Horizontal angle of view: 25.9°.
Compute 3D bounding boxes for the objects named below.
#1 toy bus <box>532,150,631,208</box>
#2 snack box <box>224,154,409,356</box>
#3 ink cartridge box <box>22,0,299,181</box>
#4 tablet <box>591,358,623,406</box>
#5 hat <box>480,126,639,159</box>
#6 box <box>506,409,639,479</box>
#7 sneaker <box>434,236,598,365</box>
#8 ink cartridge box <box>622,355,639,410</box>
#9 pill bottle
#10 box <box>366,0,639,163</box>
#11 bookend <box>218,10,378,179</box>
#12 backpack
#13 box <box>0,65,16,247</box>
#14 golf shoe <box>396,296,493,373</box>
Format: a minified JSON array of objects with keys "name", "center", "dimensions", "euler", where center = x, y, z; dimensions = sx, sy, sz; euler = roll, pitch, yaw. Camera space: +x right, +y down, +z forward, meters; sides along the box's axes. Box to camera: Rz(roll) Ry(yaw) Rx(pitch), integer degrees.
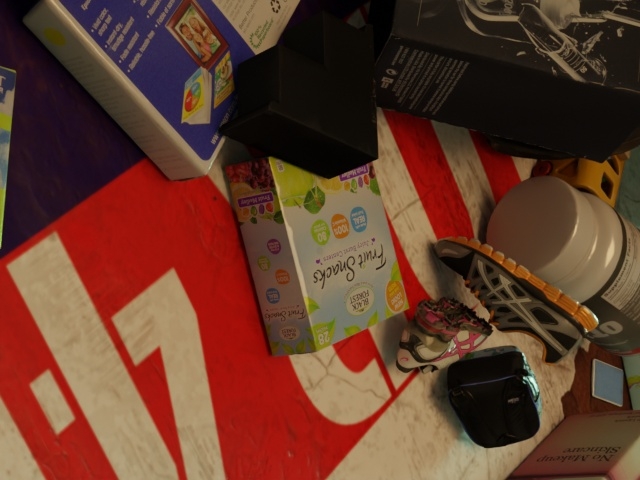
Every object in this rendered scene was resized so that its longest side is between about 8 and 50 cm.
[{"name":"toy bus","center":[0.371,-0.116,1.917],"dimensions":[0.191,0.104,0.202],"euler":[-15,94,-50]},{"name":"snack box","center":[0.000,0.000,1.480],"dimensions":[0.174,0.070,0.207],"euler":[-21,100,-50]},{"name":"ink cartridge box","center":[-0.159,-0.268,1.350],"dimensions":[0.307,0.072,0.304],"euler":[49,50,-31]},{"name":"tablet","center":[0.406,0.202,1.970],"dimensions":[0.083,0.006,0.054],"euler":[22,66,-45]},{"name":"hat","center":[0.291,-0.184,1.798],"dimensions":[0.134,0.331,0.331],"euler":[104,12,-51]},{"name":"box","center":[0.343,0.322,1.759],"dimensions":[0.232,0.148,0.127],"euler":[-32,107,-49]},{"name":"sneaker","center":[0.221,0.067,1.655],"dimensions":[0.083,0.215,0.084],"euler":[-57,160,2]},{"name":"ink cartridge box","center":[0.513,0.186,2.001],"dimensions":[0.078,0.134,0.231],"euler":[-16,94,-50]},{"name":"pill bottle","center":[0.348,0.034,1.815],"dimensions":[0.283,0.161,0.161],"euler":[30,60,-42]},{"name":"box","center":[0.230,-0.306,1.616],"dimensions":[0.312,0.179,0.343],"euler":[13,68,-8]},{"name":"bookend","center":[-0.021,-0.163,1.396],"dimensions":[0.157,0.072,0.156],"euler":[19,60,-43]},{"name":"backpack","center":[0.213,0.186,1.670],"dimensions":[0.084,0.105,0.114],"euler":[-80,150,-52]},{"name":"box","center":[-0.310,-0.086,1.151],"dimensions":[0.109,0.042,0.178],"euler":[16,72,-48]},{"name":"golf shoe","center":[0.141,0.114,1.640],"dimensions":[0.086,0.067,0.186],"euler":[-58,155,15]}]
